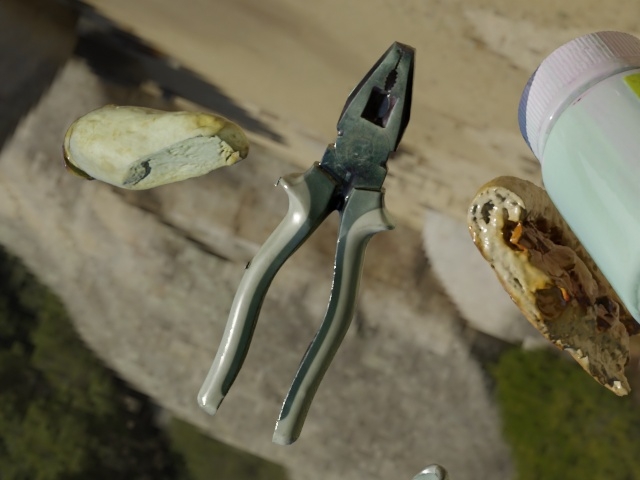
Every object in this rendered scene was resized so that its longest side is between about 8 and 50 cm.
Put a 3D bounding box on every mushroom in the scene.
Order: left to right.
[{"bbox_3d":[-0.204,-0.108,2.035,0.087,0.107,0.333,40,164,-32],"label":"mushroom"}]

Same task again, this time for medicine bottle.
[{"bbox_3d":[0.243,-0.044,1.278,0.139,0.139,0.225,22,-154,-36],"label":"medicine bottle"}]

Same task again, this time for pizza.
[{"bbox_3d":[0.233,0.043,1.642,0.365,0.074,0.182,44,-160,-47],"label":"pizza"}]

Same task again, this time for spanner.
[{"bbox_3d":[0.000,0.000,1.324,0.095,0.325,0.040,24,-167,1],"label":"spanner"}]

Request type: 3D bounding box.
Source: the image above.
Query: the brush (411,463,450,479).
[{"bbox_3d":[0.040,0.365,1.941,0.060,0.297,0.068,56,168,-25],"label":"brush"}]
